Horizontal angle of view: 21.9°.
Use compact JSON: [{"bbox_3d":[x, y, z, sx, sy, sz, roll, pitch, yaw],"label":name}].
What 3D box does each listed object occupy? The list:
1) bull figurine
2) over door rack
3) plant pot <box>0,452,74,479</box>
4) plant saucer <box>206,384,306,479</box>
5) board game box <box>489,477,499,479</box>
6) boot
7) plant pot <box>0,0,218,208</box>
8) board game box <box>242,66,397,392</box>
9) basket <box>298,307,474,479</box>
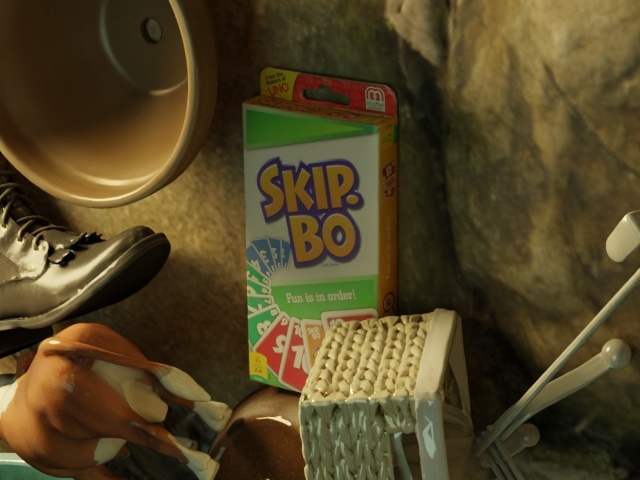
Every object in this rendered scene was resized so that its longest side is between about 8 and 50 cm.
[{"bbox_3d":[-0.189,0.151,1.379,0.188,0.101,0.310,27,159,-9],"label":"bull figurine"},{"bbox_3d":[0.236,0.154,1.076,0.239,0.108,0.324,59,151,23],"label":"over door rack"},{"bbox_3d":[-0.311,0.427,1.490,0.341,0.341,0.334,12,122,30],"label":"plant pot"},{"bbox_3d":[-0.035,0.213,1.338,0.198,0.036,0.198,-4,83,39],"label":"plant saucer"},{"bbox_3d":[0.122,0.238,1.296,0.090,0.020,0.090,-23,94,37],"label":"board game box"},{"bbox_3d":[-0.270,-0.029,1.416,0.263,0.091,0.229,-26,85,29],"label":"boot"},{"bbox_3d":[-0.159,-0.153,1.278,0.237,0.110,0.237,14,116,30],"label":"plant pot"},{"bbox_3d":[0.000,0.000,1.280,0.124,0.039,0.259,12,112,30],"label":"board game box"},{"bbox_3d":[0.050,0.129,1.195,0.103,0.167,0.113,-4,108,12],"label":"basket"}]
